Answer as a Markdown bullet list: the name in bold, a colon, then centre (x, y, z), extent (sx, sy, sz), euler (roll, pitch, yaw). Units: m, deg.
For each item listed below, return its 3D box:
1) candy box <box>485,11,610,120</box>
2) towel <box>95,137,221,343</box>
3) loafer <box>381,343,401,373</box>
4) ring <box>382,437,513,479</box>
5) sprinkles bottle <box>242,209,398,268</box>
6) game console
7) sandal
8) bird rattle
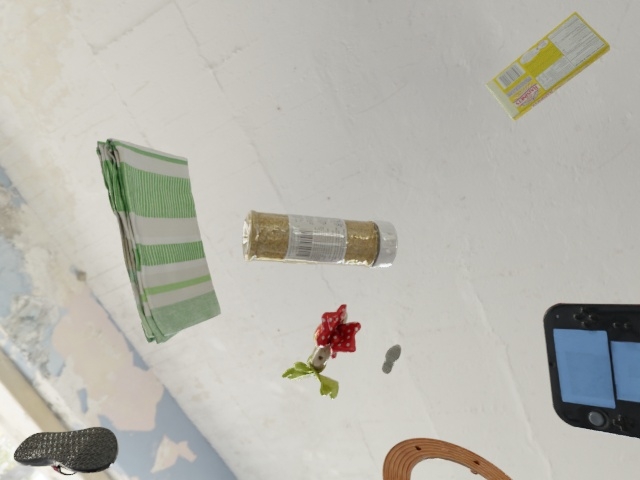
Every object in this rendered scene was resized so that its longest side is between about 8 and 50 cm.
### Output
- **candy box**: centre (0.454, -0.350, 0.916), extent (0.206, 0.027, 0.105), euler (-38, -114, 27)
- **towel**: centre (-0.264, -0.003, 0.791), extent (0.038, 0.248, 0.324), euler (-14, -90, 12)
- **loafer**: centre (0.237, 0.386, 1.492), extent (0.045, 0.039, 0.125), euler (29, -59, 19)
- **ring**: centre (0.281, 0.523, 0.896), extent (0.337, 0.337, 0.032), euler (20, -75, 15)
- **sprinkles bottle**: centre (0.000, 0.000, 1.065), extent (0.356, 0.121, 0.121), euler (4, -50, -18)
- **game console**: centre (0.846, 0.373, 1.312), extent (0.342, 0.060, 0.385), euler (-6, -90, 48)
- **sandal**: centre (-0.361, 0.309, 0.655), extent (0.180, 0.067, 0.040), euler (-7, -64, 20)
- **bird rattle**: centre (0.011, 0.241, 1.087), extent (0.143, 0.207, 0.253), euler (19, -66, 3)
